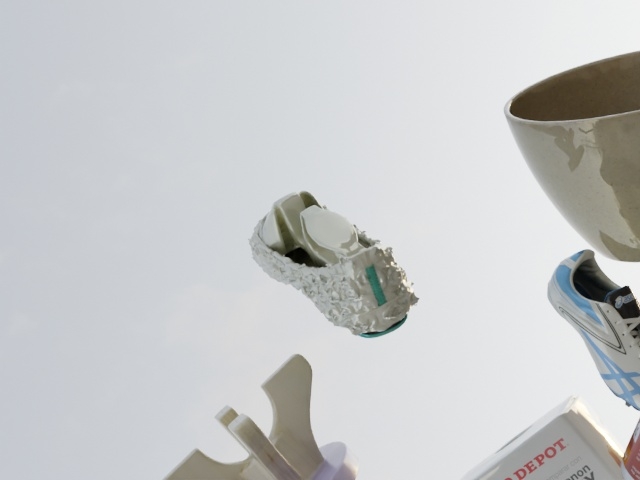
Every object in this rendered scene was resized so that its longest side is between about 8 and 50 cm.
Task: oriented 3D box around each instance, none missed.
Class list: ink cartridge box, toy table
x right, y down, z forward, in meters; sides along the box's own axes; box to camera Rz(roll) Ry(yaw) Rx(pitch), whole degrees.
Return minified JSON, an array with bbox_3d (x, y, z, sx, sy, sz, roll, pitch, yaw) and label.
[{"bbox_3d":[0.433,0.497,1.646,0.385,0.279,0.160,52,-160,13],"label":"ink cartridge box"},{"bbox_3d":[-0.070,0.293,1.319,0.161,0.274,0.252,48,-115,-2],"label":"toy table"}]

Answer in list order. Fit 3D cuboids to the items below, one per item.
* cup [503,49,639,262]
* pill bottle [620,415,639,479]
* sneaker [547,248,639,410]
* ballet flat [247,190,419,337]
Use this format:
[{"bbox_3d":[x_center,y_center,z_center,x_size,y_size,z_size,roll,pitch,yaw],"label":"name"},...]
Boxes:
[{"bbox_3d":[0.442,-0.110,1.362,0.331,0.331,0.237,-33,-67,-38],"label":"cup"},{"bbox_3d":[0.502,0.302,1.412,0.121,0.121,0.216,-14,-53,-43],"label":"pill bottle"},{"bbox_3d":[0.355,0.111,1.155,0.085,0.237,0.086,-19,-31,-31],"label":"sneaker"},{"bbox_3d":[0.000,0.000,1.352,0.147,0.409,0.147,-8,-71,-25],"label":"ballet flat"}]
